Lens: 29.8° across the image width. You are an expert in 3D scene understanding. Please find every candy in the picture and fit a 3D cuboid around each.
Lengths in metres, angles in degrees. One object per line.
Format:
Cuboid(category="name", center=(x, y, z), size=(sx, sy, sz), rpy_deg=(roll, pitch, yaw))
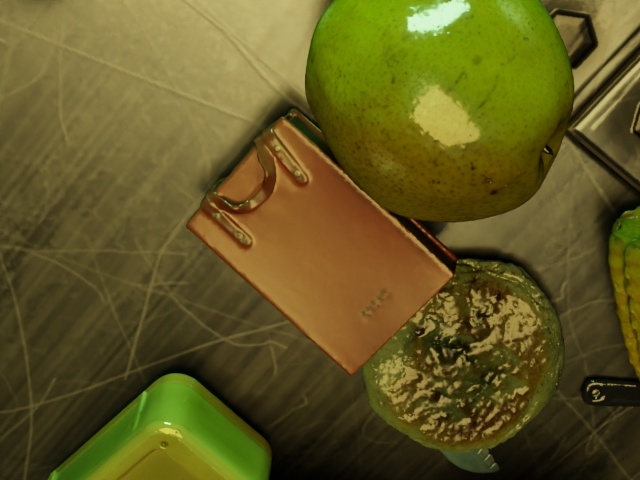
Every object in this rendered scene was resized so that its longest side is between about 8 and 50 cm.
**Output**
Cuboid(category="candy", center=(0.299, 0.070, 1.001), size=(0.106, 0.094, 0.199), rpy_deg=(10, 126, 36))

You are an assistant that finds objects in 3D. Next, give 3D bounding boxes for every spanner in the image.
Cuboid(category="spanner", center=(0.338, 0.138, 1.074), size=(0.208, 0.012, 0.046), rpy_deg=(3, 114, 2))

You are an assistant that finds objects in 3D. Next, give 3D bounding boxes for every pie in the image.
Cuboid(category="pie", center=(0.122, 0.101, 1.040), size=(0.187, 0.041, 0.187), rpy_deg=(-1, 111, -1))

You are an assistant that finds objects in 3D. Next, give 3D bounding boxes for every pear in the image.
Cuboid(category="pear", center=(0.088, -0.109, 0.882), size=(0.198, 0.198, 0.198), rpy_deg=(1, 115, 2))

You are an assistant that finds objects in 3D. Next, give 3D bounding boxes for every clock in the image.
Cuboid(category="clock", center=(-0.153, 0.230, 1.088), size=(0.202, 0.096, 0.143), rpy_deg=(-41, 109, 19))

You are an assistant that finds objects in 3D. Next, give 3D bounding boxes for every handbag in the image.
Cuboid(category="handbag", center=(0.000, 0.000, 0.976), size=(0.190, 0.063, 0.127), rpy_deg=(44, 109, -3))

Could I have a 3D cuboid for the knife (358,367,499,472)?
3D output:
Cuboid(category="knife", center=(0.056, 0.112, 1.072), size=(0.044, 0.019, 0.313), rpy_deg=(-39, 110, 15))
